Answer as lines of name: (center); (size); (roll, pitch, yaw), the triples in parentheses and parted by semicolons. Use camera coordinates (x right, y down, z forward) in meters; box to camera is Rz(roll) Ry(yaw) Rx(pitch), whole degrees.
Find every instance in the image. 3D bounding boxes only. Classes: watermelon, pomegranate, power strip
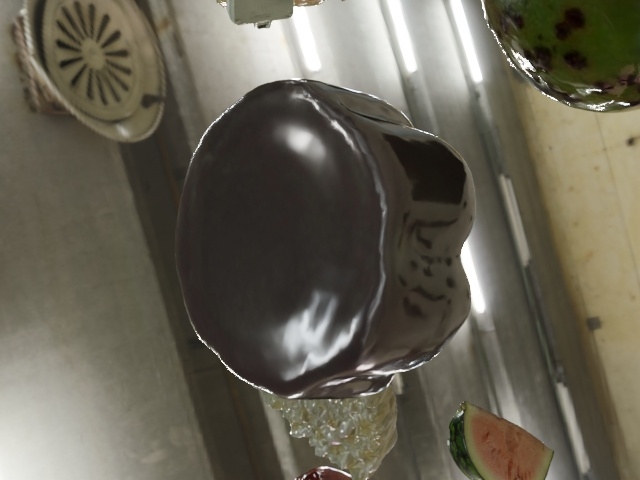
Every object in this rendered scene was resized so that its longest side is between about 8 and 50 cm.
watermelon: (0.201, 0.263, 0.976); (0.163, 0.069, 0.087); (32, -123, -26)
pomegranate: (0.252, -0.205, 0.631); (0.306, 0.242, 0.243); (24, -123, -50)
power strip: (-0.069, -0.329, 0.940); (0.192, 0.081, 0.035); (94, 160, -52)

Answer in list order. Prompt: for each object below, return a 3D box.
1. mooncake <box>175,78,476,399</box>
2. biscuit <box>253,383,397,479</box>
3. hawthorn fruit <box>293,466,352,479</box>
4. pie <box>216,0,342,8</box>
mooncake: (0.000, 0.000, 0.617); (0.133, 0.244, 0.245); (4, -107, -40)
biscuit: (0.006, 0.182, 1.089); (0.281, 0.179, 0.084); (45, -141, 2)
hawthorn fruit: (-0.003, 0.436, 1.298); (0.194, 0.157, 0.157); (34, -139, -8)
pie: (0.005, -0.389, 1.128); (0.339, 0.339, 0.083); (-18, -82, -61)
